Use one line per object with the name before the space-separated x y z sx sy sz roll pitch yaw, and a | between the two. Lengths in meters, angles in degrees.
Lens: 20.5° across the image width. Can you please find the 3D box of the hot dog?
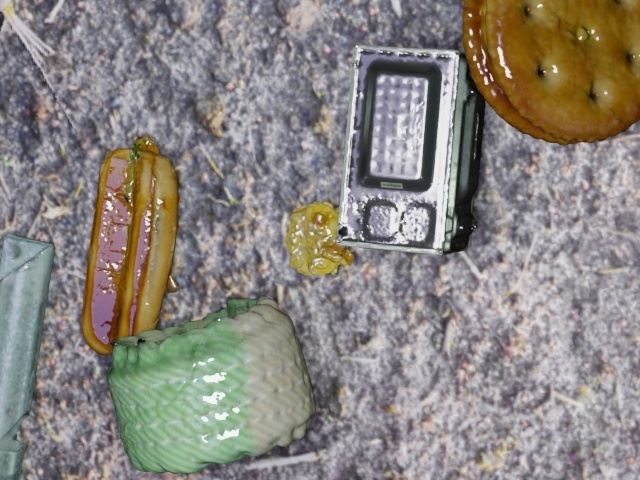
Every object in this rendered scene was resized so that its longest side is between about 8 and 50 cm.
hot dog | -0.202 0.007 1.942 0.104 0.076 0.250 11 96 33

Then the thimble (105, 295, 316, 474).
thimble | -0.112 0.150 1.859 0.219 0.219 0.150 -14 94 16

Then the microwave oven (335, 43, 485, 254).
microwave oven | 0.100 -0.091 1.800 0.129 0.163 0.205 5 94 12

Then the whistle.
whistle | -0.351 0.149 2.001 0.062 0.062 0.312 12 99 14

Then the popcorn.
popcorn | 0.000 0.000 1.891 0.083 0.057 0.082 37 105 6

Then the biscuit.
biscuit | 0.244 -0.201 1.745 0.220 0.066 0.220 3 84 -27
